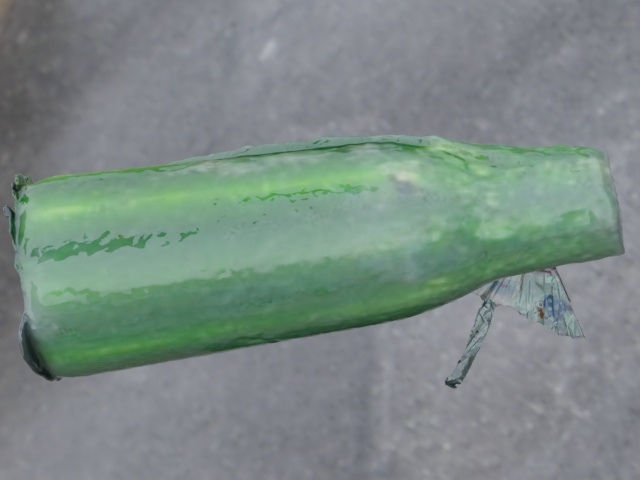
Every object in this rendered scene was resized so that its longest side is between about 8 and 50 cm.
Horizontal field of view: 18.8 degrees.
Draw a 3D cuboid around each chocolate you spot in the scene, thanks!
[{"bbox_3d":[0.000,0.000,0.945,0.291,0.110,0.110,-8,49,7],"label":"chocolate"}]

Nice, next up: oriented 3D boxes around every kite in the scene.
[{"bbox_3d":[0.117,0.040,1.326,0.011,0.139,0.157,95,-161,-54],"label":"kite"}]
